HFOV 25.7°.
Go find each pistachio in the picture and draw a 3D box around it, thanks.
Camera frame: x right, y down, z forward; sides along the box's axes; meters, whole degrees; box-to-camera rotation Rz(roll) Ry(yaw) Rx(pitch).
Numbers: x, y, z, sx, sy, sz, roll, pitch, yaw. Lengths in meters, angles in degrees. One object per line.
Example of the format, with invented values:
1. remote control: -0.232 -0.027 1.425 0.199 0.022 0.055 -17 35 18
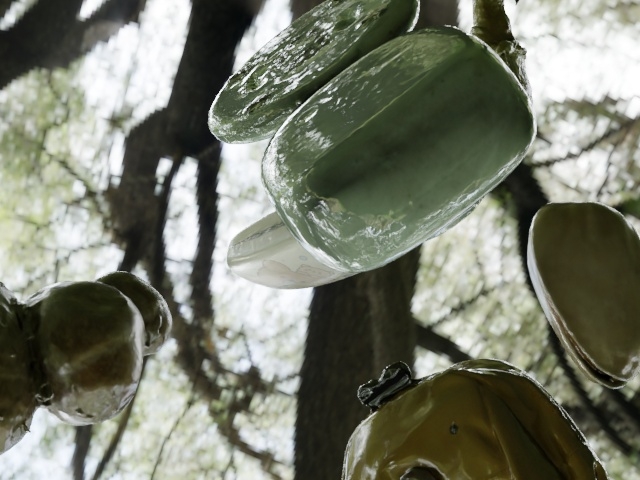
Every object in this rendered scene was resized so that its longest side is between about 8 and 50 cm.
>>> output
1. pistachio: 0.254 0.046 1.303 0.126 0.108 0.186 -1 -116 -43

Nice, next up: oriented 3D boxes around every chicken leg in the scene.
1. chicken leg: 0.210 -0.234 1.693 0.088 0.228 0.103 3 -167 37

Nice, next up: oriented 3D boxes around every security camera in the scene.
1. security camera: 0.022 -0.077 0.833 0.080 0.157 0.301 52 -178 -24

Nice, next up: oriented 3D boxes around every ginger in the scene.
1. ginger: -0.295 0.117 1.475 0.304 0.155 0.244 -2 -151 -20

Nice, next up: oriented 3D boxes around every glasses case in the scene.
1. glasses case: 0.000 0.000 1.140 0.081 0.204 0.051 24 -118 -29

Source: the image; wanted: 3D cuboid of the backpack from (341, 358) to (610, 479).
1. backpack: 0.163 0.324 1.600 0.201 0.353 0.378 14 -137 -54
